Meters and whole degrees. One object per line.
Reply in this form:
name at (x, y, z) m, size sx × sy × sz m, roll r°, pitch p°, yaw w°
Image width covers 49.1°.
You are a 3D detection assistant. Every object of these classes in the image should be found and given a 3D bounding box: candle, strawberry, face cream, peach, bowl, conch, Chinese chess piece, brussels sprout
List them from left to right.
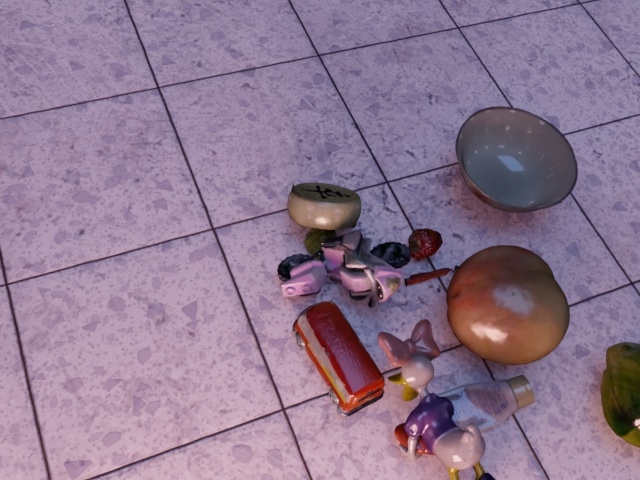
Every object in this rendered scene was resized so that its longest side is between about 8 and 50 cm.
conch at (0.000, 0.000, 1.786) m, size 0.089 × 0.074 × 0.121 m, roll -23°, pitch 79°, yaw 15°
Chinese chess piece at (0.010, -0.090, 1.775) m, size 0.189 × 0.083 × 0.188 m, roll 6°, pitch 20°, yaw -2°
strawberry at (0.270, 0.005, 1.807) m, size 0.097 × 0.083 × 0.083 m, roll -16°, pitch 63°, yaw -17°
candle at (0.292, 0.085, 1.796) m, size 0.168 × 0.021 × 0.026 m, roll -13°, pitch 63°, yaw -16°
face cream at (0.376, 0.377, 1.619) m, size 0.224 × 0.070 × 0.114 m, roll -19°, pitch 63°, yaw -5°
peach at (0.435, 0.148, 1.646) m, size 0.292 × 0.247 × 0.292 m, roll 14°, pitch 61°, yaw -27°
bowl at (0.511, -0.188, 1.916) m, size 0.338 × 0.157 × 0.337 m, roll 4°, pitch 60°, yaw -6°
brussels sprout at (0.754, 0.357, 1.598) m, size 0.210 × 0.219 × 0.271 m, roll 11°, pitch 37°, yaw -22°

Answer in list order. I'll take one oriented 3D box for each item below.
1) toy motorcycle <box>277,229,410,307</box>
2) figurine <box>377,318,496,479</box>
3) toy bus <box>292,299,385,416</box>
toy motorcycle at (0.059, 0.078, 1.673) m, size 0.327 × 0.143 × 0.188 m, roll -8°, pitch 36°, yaw 2°
figurine at (0.245, 0.386, 1.494) m, size 0.154 × 0.193 × 0.420 m, roll -12°, pitch 63°, yaw -32°
toy bus at (0.039, 0.254, 1.595) m, size 0.121 × 0.119 × 0.265 m, roll -24°, pitch 65°, yaw -20°
